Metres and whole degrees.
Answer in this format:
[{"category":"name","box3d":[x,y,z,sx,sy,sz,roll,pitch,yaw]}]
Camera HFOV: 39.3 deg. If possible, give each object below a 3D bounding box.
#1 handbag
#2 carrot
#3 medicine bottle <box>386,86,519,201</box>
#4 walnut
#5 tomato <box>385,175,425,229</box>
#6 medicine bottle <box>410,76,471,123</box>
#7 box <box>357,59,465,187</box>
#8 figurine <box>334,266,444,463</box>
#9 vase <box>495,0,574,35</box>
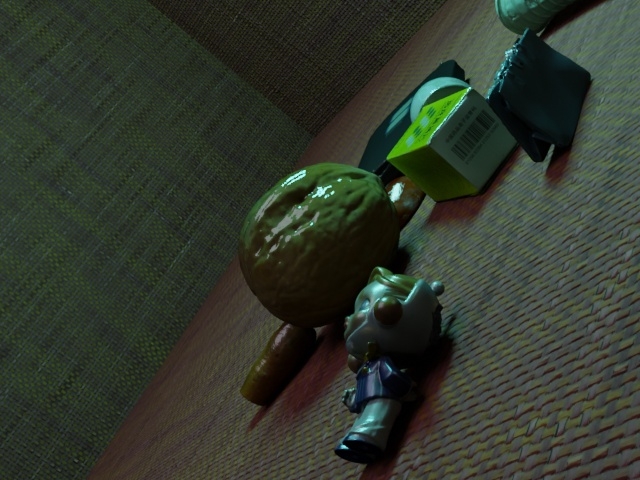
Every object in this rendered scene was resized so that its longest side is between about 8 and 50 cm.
[{"category":"handbag","box3d":[0.336,-0.231,1.394,0.057,0.144,0.221,-40,14,46]},{"category":"carrot","box3d":[-0.085,0.243,1.802,0.193,0.087,0.087,-54,10,-1]},{"category":"medicine bottle","box3d":[0.240,-0.171,1.643,0.137,0.141,0.250,-50,9,-9]},{"category":"walnut","box3d":[0.000,0.000,1.716,0.333,0.333,0.333,-50,10,12]},{"category":"tomato","box3d":[0.154,-0.079,1.912,0.155,0.069,0.155,-50,9,10]},{"category":"medicine bottle","box3d":[0.261,-0.256,1.836,0.147,0.147,0.143,-49,13,12]},{"category":"box","box3d":[0.225,-0.275,2.254,0.359,0.091,0.350,-46,12,30]},{"category":"figurine","box3d":[0.089,0.156,1.198,0.274,0.133,0.194,-76,2,-54]},{"category":"vase","box3d":[0.489,-0.526,1.819,0.143,0.143,0.299,-54,12,-15]}]
